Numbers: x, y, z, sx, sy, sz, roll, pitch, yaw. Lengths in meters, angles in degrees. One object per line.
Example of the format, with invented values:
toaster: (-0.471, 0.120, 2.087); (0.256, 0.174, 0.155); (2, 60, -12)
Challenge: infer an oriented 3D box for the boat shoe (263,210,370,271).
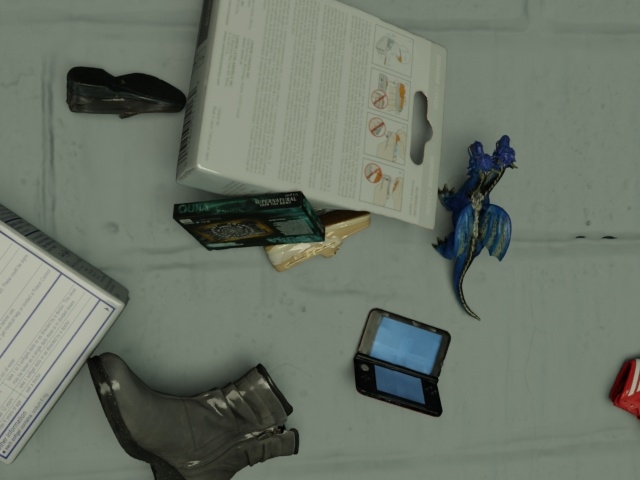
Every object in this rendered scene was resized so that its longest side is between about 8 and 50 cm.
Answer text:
boat shoe: (0.000, 0.000, 1.249); (0.170, 0.063, 0.059); (-19, 111, -1)

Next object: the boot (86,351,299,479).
boot: (-0.170, 0.231, 1.167); (0.222, 0.118, 0.338); (-29, 134, -8)

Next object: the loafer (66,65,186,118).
loafer: (-0.281, -0.205, 1.189); (0.170, 0.062, 0.061); (8, 131, -17)

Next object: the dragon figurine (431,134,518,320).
dragon figurine: (0.232, -0.015, 1.243); (0.085, 0.144, 0.289); (4, 93, -10)

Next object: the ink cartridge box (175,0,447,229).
ink cartridge box: (0.001, -0.193, 1.197); (0.385, 0.091, 0.308); (14, 74, -27)

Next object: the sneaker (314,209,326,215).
sneaker: (-0.064, -0.073, 1.220); (0.166, 0.076, 0.065); (17, 92, -11)

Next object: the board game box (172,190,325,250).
board game box: (-0.098, -0.025, 1.163); (0.186, 0.126, 0.026); (-4, 67, 14)

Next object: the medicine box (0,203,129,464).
medicine box: (-0.456, 0.105, 1.126); (0.289, 0.149, 0.263); (36, 87, -10)

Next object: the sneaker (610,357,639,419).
sneaker: (0.547, 0.299, 1.366); (0.128, 0.087, 0.221); (-5, 83, -1)

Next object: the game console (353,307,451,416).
game console: (0.132, 0.189, 1.274); (0.144, 0.124, 0.085); (19, 117, -11)
